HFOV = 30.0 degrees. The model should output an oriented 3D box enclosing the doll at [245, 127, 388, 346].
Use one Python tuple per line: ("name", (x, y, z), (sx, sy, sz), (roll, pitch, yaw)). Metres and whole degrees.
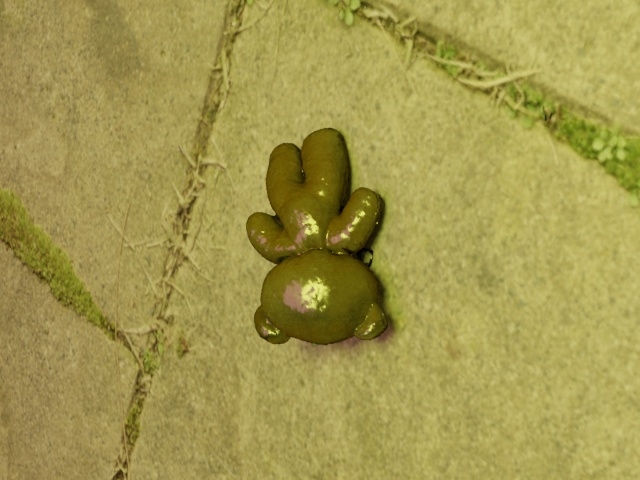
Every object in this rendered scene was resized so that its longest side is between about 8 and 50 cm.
("doll", (0.000, 0.000, 1.120), (0.137, 0.097, 0.209), (-8, 69, 18))
